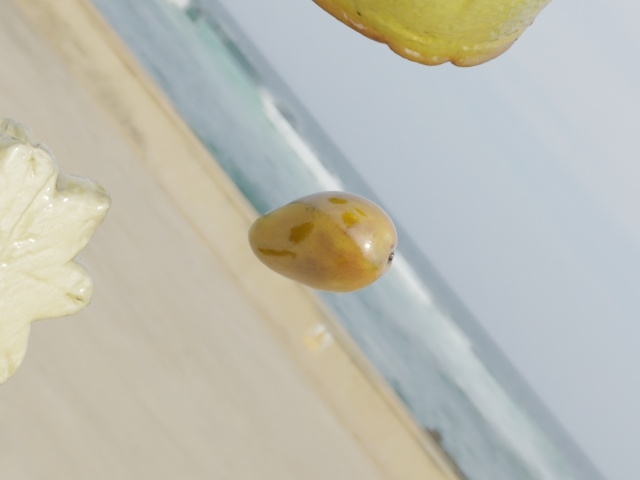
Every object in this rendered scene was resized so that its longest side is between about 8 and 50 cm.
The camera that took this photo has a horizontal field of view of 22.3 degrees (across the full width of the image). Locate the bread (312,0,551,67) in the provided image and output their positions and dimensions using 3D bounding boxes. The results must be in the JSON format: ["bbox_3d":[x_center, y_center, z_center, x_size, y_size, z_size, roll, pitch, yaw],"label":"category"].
[{"bbox_3d":[0.088,-0.274,1.281,0.270,0.270,0.148,51,-35,7],"label":"bread"}]

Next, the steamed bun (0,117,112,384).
[{"bbox_3d":[-0.351,0.003,1.564,0.137,0.295,0.292,33,-31,45],"label":"steamed bun"}]

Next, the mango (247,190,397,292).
[{"bbox_3d":[0.004,0.003,1.653,0.163,0.089,0.111,-17,-62,46],"label":"mango"}]
